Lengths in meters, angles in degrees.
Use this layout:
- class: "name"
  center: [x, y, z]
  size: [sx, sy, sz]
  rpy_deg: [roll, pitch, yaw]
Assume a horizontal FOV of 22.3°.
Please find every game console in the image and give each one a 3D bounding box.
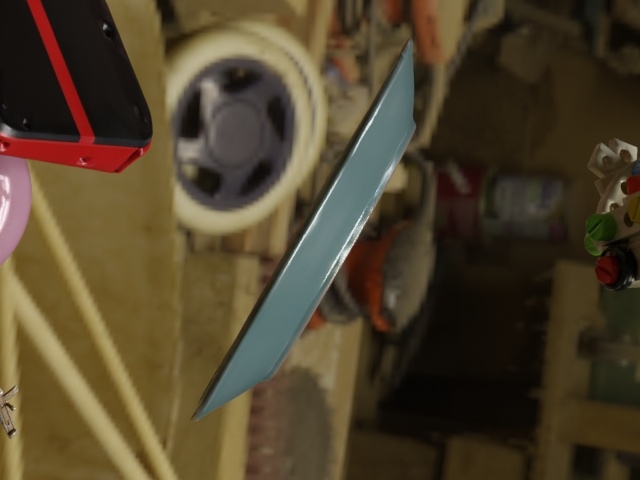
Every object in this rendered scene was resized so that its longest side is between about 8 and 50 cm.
- class: "game console"
  center: [-0.311, -0.252, 1.600]
  size: [0.387, 0.060, 0.342]
  rpy_deg: [67, 19, 8]

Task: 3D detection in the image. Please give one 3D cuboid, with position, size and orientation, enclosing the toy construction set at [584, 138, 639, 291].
- class: "toy construction set"
  center: [0.364, -0.066, 1.707]
  size: [0.327, 0.151, 0.215]
  rpy_deg: [136, -52, -68]

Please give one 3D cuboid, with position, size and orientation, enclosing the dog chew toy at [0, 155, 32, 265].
- class: "dog chew toy"
  center: [-0.419, -0.061, 1.675]
  size: [0.206, 0.332, 0.207]
  rpy_deg: [-4, 101, -22]

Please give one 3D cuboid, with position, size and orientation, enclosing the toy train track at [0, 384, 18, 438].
- class: "toy train track"
  center: [-0.318, 0.177, 1.645]
  size: [0.048, 0.014, 0.083]
  rpy_deg: [-41, 149, -25]

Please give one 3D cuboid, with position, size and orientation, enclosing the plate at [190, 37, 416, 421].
- class: "plate"
  center: [0.000, 0.000, 0.695]
  size: [0.188, 0.024, 0.188]
  rpy_deg: [-60, 180, 1]
